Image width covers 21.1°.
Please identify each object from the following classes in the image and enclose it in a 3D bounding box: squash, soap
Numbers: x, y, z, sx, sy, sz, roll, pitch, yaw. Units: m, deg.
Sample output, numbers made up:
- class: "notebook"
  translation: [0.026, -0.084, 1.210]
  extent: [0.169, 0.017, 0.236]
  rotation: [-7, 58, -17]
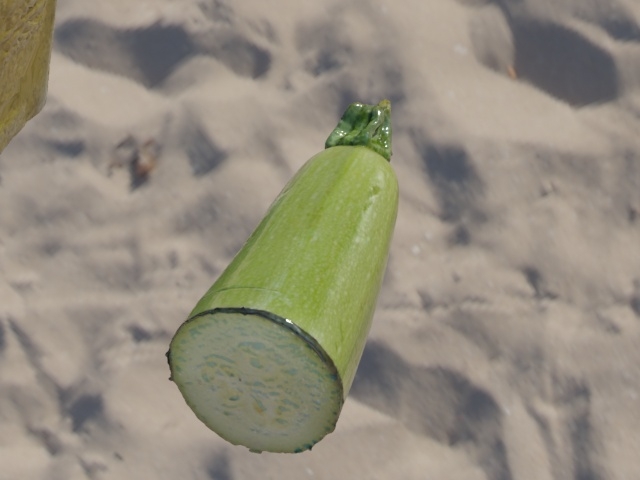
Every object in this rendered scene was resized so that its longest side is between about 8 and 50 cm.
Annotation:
- class: "squash"
  translation: [0.000, 0.000, 0.908]
  extent: [0.094, 0.094, 0.224]
  rotation: [-1, 41, 26]
- class: "soap"
  translation: [-0.307, -0.205, 1.533]
  extent: [0.091, 0.315, 0.199]
  rotation: [24, 42, 9]
